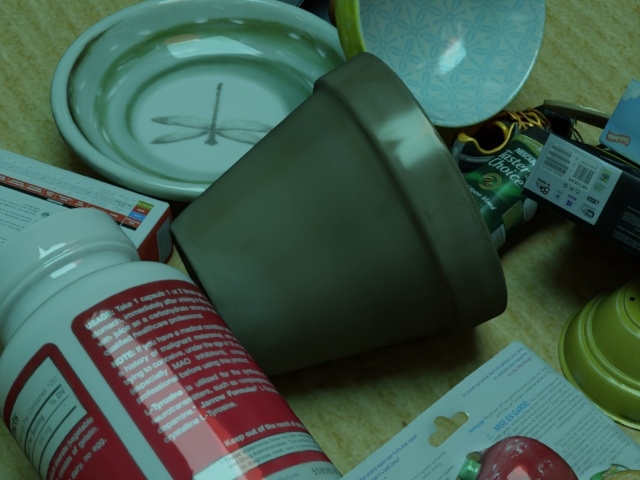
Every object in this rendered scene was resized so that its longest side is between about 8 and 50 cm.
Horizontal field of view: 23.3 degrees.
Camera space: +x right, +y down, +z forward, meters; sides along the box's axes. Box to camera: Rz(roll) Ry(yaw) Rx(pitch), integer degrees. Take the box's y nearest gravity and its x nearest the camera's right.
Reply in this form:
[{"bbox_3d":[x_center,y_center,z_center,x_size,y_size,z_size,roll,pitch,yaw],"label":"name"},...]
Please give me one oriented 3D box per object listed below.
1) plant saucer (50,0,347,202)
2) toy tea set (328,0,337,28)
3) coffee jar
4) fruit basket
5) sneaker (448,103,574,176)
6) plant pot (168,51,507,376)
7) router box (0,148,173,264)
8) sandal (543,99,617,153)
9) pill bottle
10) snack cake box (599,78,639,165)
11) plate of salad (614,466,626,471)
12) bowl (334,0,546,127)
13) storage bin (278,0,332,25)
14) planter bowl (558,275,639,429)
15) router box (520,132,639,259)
[{"bbox_3d":[-0.134,-0.160,1.947,0.400,0.100,0.400,2,45,-2],"label":"plant saucer"},{"bbox_3d":[0.144,-0.385,2.125,0.336,0.200,0.124,-24,58,-25],"label":"toy tea set"},{"bbox_3d":[0.224,-0.059,1.854,0.184,0.079,0.096,-36,47,-20],"label":"coffee jar"},{"bbox_3d":[0.224,0.278,1.423,0.353,0.165,0.327,37,40,19],"label":"fruit basket"},{"bbox_3d":[0.242,-0.128,1.948,0.215,0.083,0.084,-30,52,-31],"label":"sneaker"},{"bbox_3d":[0.000,0.000,1.674,0.280,0.323,0.323,-27,50,-7],"label":"plant pot"},{"bbox_3d":[-0.383,0.030,1.752,0.335,0.082,0.301,19,46,16],"label":"router box"},{"bbox_3d":[0.384,-0.105,1.939,0.240,0.079,0.088,16,-1,-8],"label":"sandal"},{"bbox_3d":[-0.161,0.170,1.468,0.229,0.229,0.408,-26,62,-26],"label":"pill bottle"},{"bbox_3d":[0.452,-0.087,1.756,0.152,0.089,0.264,23,10,-27],"label":"snack cake box"},{"bbox_3d":[0.387,0.274,1.566,0.199,0.048,0.200,2,43,-1],"label":"plate of salad"},{"bbox_3d":[0.121,-0.285,1.919,0.289,0.289,0.156,-27,18,-27],"label":"bowl"},{"bbox_3d":[-0.044,-0.322,2.131,0.091,0.098,0.135,10,44,23],"label":"storage bin"},{"bbox_3d":[0.377,0.102,1.713,0.217,0.090,0.217,1,44,-1],"label":"planter bowl"},{"bbox_3d":[0.408,-0.009,1.743,0.309,0.081,0.243,32,12,27],"label":"router box"}]
